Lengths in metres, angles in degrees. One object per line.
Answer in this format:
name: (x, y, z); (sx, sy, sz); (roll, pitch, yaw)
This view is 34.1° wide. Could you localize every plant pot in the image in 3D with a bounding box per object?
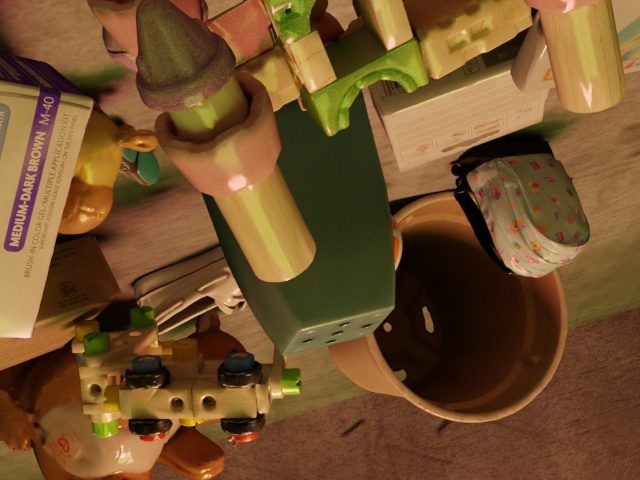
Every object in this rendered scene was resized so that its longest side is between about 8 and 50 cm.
plant pot: (-0.015, -0.011, 1.102); (0.165, 0.234, 0.166); (-13, 162, -16)
plant pot: (0.157, 0.121, 1.626); (0.334, 0.334, 0.305); (-11, 173, -23)

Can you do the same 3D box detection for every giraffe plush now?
giraffe plush: (-0.244, -0.062, 0.899); (0.170, 0.181, 0.210); (-10, 129, -60)

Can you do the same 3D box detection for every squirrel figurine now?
squirrel figurine: (-0.289, 0.225, 1.605); (0.397, 0.281, 0.370); (8, -160, 29)

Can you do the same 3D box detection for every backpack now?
backpack: (0.273, -0.043, 1.384); (0.152, 0.182, 0.115); (-8, 161, -28)

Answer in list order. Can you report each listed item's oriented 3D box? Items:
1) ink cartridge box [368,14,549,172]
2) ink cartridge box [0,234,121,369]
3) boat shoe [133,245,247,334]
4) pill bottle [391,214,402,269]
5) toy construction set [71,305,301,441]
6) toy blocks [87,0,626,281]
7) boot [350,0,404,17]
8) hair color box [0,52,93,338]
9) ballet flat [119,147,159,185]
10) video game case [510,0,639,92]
ink cartridge box: (0.156, -0.155, 1.151); (0.189, 0.066, 0.232); (-19, 172, 4)
ink cartridge box: (-0.385, 0.094, 1.238); (0.234, 0.088, 0.193); (-20, 170, -43)
boat shoe: (-0.133, 0.058, 1.452); (0.267, 0.088, 0.096); (-20, 163, 8)
pill bottle: (0.000, 0.000, 1.344); (0.121, 0.121, 0.221); (-29, 158, 32)
toy construction set: (-0.138, 0.139, 1.200); (0.327, 0.151, 0.215); (-16, -169, 8)
toy blocks: (-0.015, -0.193, 0.649); (0.288, 0.309, 0.260); (-29, 131, -3)
boot: (0.116, -0.213, 0.851); (0.190, 0.086, 0.069); (-26, 161, 25)
hair color box: (-0.334, -0.046, 0.653); (0.339, 0.110, 0.185); (7, 109, -35)
ballet flat: (-0.194, -0.085, 1.039); (0.041, 0.041, 0.114); (-19, 163, 5)
video game case: (0.361, -0.263, 0.936); (0.329, 0.036, 0.300); (-13, 152, -17)
